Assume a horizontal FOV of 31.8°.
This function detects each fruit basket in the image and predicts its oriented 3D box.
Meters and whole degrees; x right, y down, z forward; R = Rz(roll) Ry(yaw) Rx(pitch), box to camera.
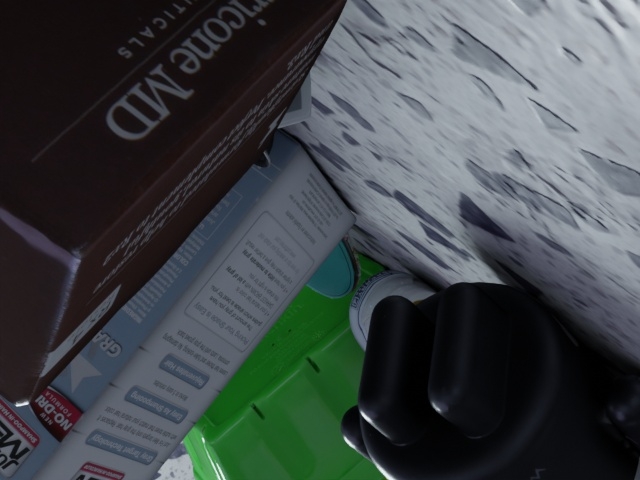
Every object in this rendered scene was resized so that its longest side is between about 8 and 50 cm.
[{"bbox_3d":[0.045,0.246,1.367,0.392,0.392,0.283,41,174,-31],"label":"fruit basket"}]

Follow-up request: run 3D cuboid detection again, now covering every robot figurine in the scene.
[{"bbox_3d":[0.139,0.144,0.850,0.278,0.173,0.209,43,176,-40],"label":"robot figurine"}]

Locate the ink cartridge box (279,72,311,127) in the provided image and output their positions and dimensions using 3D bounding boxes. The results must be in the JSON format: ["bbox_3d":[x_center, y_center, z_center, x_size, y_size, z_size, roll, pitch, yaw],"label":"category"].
[{"bbox_3d":[-0.115,-0.089,0.666,0.179,0.145,0.045,23,124,44],"label":"ink cartridge box"}]

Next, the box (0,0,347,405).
[{"bbox_3d":[-0.202,-0.132,0.472,0.381,0.191,0.143,38,142,0],"label":"box"}]

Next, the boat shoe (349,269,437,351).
[{"bbox_3d":[0.189,0.175,1.160,0.367,0.136,0.156,50,169,-17],"label":"boat shoe"}]

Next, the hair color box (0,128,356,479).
[{"bbox_3d":[-0.143,0.067,1.010,0.113,0.374,0.185,36,175,25],"label":"hair color box"}]

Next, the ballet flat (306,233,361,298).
[{"bbox_3d":[-0.045,-0.040,1.175,0.241,0.091,0.077,43,-156,-14],"label":"ballet flat"}]

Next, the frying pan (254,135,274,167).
[{"bbox_3d":[-0.156,-0.167,0.832,0.326,0.053,0.197,41,173,-15],"label":"frying pan"}]
